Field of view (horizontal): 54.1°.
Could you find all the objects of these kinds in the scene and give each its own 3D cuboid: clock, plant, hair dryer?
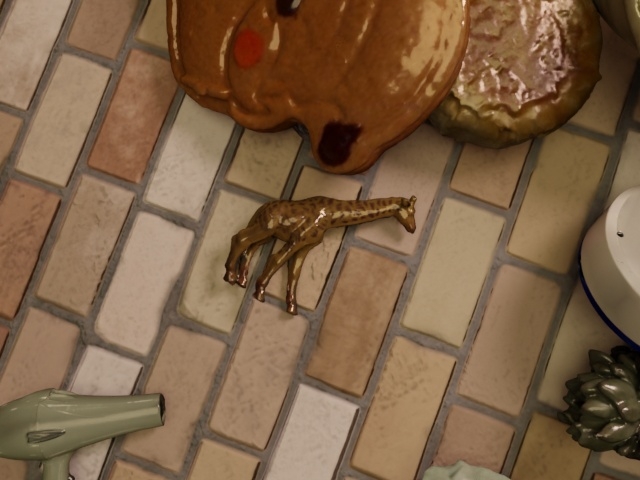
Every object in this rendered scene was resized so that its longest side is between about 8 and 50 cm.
[{"bbox_3d":[0.430,0.037,0.737,0.230,0.083,0.230,5,51,-6],"label":"clock"},{"bbox_3d":[0.392,0.197,0.756,0.194,0.129,0.132,10,83,2],"label":"plant"},{"bbox_3d":[-0.295,0.306,0.839,0.229,0.092,0.267,-24,97,-4],"label":"hair dryer"}]

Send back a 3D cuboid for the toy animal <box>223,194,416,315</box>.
[{"bbox_3d":[-0.005,-0.008,0.844,0.275,0.054,0.149,-35,86,0],"label":"toy animal"}]

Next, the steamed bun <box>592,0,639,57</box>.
[{"bbox_3d":[0.519,-0.292,0.676,0.394,0.237,0.346,35,55,21],"label":"steamed bun"}]

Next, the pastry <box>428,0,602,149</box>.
[{"bbox_3d":[0.236,-0.238,0.814,0.257,0.121,0.235,-13,88,1],"label":"pastry"}]

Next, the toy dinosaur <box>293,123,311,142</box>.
[{"bbox_3d":[0.026,-0.276,0.852,0.162,0.077,0.294,1,84,8],"label":"toy dinosaur"}]

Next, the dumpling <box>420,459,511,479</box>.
[{"bbox_3d":[0.198,0.459,0.706,0.270,0.212,0.320,15,97,3],"label":"dumpling"}]

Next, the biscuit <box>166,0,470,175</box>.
[{"bbox_3d":[-0.028,-0.302,0.800,0.455,0.078,0.349,29,100,21],"label":"biscuit"}]
